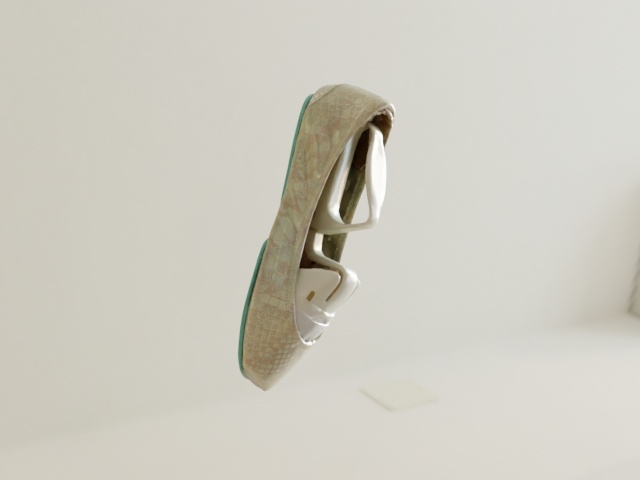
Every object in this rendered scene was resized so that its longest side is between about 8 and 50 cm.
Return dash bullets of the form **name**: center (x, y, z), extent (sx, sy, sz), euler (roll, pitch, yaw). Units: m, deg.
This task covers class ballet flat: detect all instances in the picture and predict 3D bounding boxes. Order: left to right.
- **ballet flat**: center (0.000, 0.000, 0.643), extent (0.057, 0.052, 0.168), euler (15, -92, -61)
